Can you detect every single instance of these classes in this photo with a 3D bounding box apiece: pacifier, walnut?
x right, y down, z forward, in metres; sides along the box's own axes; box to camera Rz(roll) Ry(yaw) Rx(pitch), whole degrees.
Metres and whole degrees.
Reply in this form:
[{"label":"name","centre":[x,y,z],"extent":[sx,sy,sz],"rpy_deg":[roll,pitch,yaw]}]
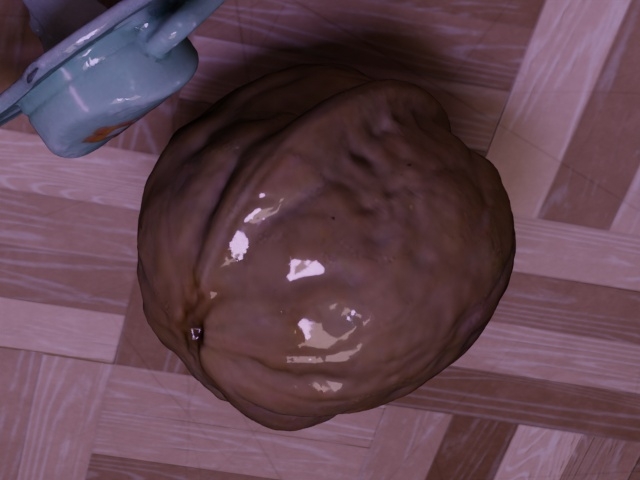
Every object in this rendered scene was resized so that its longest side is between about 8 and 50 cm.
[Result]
[{"label":"pacifier","centre":[-0.235,-0.228,1.862],"extent":[0.343,0.288,0.269],"rpy_deg":[-26,97,46]},{"label":"walnut","centre":[0.000,0.000,1.939],"extent":[0.381,0.381,0.381],"rpy_deg":[-1,134,-1]}]
